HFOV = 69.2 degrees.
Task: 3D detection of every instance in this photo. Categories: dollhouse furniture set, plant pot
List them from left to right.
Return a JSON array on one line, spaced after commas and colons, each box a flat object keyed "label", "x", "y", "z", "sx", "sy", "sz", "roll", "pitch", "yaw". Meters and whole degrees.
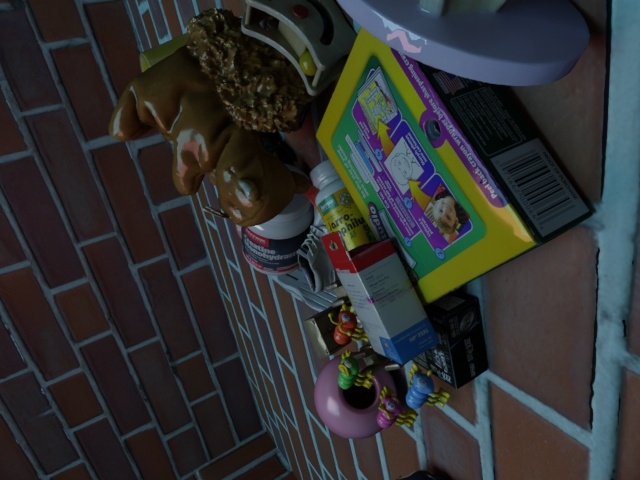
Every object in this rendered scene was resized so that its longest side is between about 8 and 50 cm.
[{"label": "plant pot", "x": -0.385, "y": -0.490, "z": 1.365, "sx": 0.254, "sy": 0.238, "sz": 0.254, "roll": 46, "pitch": 149, "yaw": 40}, {"label": "dollhouse furniture set", "x": 0.105, "y": 0.178, "z": 1.077, "sx": 0.242, "sy": 0.161, "sz": 0.212, "roll": -27, "pitch": 86, "yaw": 45}]

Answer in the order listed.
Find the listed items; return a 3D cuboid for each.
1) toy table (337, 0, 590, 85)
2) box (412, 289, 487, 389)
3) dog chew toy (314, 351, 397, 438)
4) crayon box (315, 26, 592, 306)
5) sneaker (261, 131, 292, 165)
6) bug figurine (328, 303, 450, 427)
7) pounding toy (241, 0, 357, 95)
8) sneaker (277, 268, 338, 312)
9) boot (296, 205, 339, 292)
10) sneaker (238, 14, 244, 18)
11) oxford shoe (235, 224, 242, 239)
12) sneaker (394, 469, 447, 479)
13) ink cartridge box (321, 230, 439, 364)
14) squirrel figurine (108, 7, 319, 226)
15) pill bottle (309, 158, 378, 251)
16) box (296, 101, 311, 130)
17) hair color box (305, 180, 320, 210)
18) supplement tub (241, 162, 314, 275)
[{"label": "toy table", "x": 0.140, "y": -0.280, "z": 0.423, "sx": 0.274, "sy": 0.252, "sz": 0.161, "roll": 21, "pitch": 151, "yaw": 8}, {"label": "box", "x": 0.205, "y": 0.158, "z": 0.852, "sx": 0.180, "sy": 0.077, "sz": 0.148, "roll": 22, "pitch": 130, "yaw": 60}, {"label": "dog chew toy", "x": 0.081, "y": 0.417, "z": 1.230, "sx": 0.207, "sy": 0.206, "sz": 0.332, "roll": 59, "pitch": 164, "yaw": 19}, {"label": "crayon box", "x": 0.152, "y": -0.110, "z": 0.690, "sx": 0.363, "sy": 0.106, "sz": 0.313, "roll": 61, "pitch": 159, "yaw": 12}, {"label": "sneaker", "x": -0.139, "y": -0.258, "z": 1.233, "sx": 0.130, "sy": 0.087, "sz": 0.228, "roll": 6, "pitch": 119, "yaw": 63}, {"label": "bug figurine", "x": 0.109, "y": 0.263, "z": 0.919, "sx": 0.279, "sy": 0.072, "sz": 0.216, "roll": 36, "pitch": 134, "yaw": 33}, {"label": "pounding toy", "x": -0.043, "y": -0.403, "z": 0.793, "sx": 0.270, "sy": 0.154, "sz": 0.155, "roll": 62, "pitch": 157, "yaw": 13}, {"label": "sneaker", "x": -0.019, "y": 0.146, "z": 1.349, "sx": 0.258, "sy": 0.094, "sz": 0.091, "roll": 29, "pitch": 168, "yaw": 46}, {"label": "boot", "x": 0.000, "y": 0.000, "z": 1.103, "sx": 0.095, "sy": 0.123, "sz": 0.259, "roll": 17, "pitch": 126, "yaw": 62}, {"label": "sneaker", "x": -0.172, "y": -0.403, "z": 1.101, "sx": 0.085, "sy": 0.086, "sz": 0.237, "roll": 46, "pitch": 147, "yaw": 50}, {"label": "oxford shoe", "x": -0.188, "y": -0.187, "z": 1.399, "sx": 0.146, "sy": 0.140, "sz": 0.398, "roll": 3, "pitch": 112, "yaw": 31}, {"label": "sneaker", "x": 0.278, "y": 0.610, "z": 1.070, "sx": 0.321, "sy": 0.127, "sz": 0.126, "roll": -12, "pitch": 107, "yaw": 42}, {"label": "ink cartridge box", "x": 0.093, "y": 0.078, "z": 0.781, "sx": 0.231, "sy": 0.077, "sz": 0.134, "roll": 64, "pitch": 167, "yaw": -2}, {"label": "squirrel figurine", "x": -0.170, "y": -0.234, "z": 0.941, "sx": 0.370, "sy": 0.281, "sz": 0.397, "roll": 51, "pitch": 120, "yaw": 21}, {"label": "pill bottle", "x": 0.061, "y": -0.058, "z": 0.924, "sx": 0.209, "sy": 0.117, "sz": 0.117, "roll": 65, "pitch": 157, "yaw": 8}, {"label": "box", "x": -0.078, "y": -0.352, "z": 1.081, "sx": 0.162, "sy": 0.029, "sz": 0.116, "roll": 65, "pitch": 158, "yaw": 10}, {"label": "hair color box", "x": 0.022, "y": -0.069, "z": 1.023, "sx": 0.141, "sy": 0.043, "sz": 0.072, "roll": 52, "pitch": -170, "yaw": 4}, {"label": "supplement tub", "x": -0.114, "y": -0.049, "z": 1.218, "sx": 0.191, "sy": 0.191, "sz": 0.272, "roll": 56, "pitch": 156, "yaw": 27}]
